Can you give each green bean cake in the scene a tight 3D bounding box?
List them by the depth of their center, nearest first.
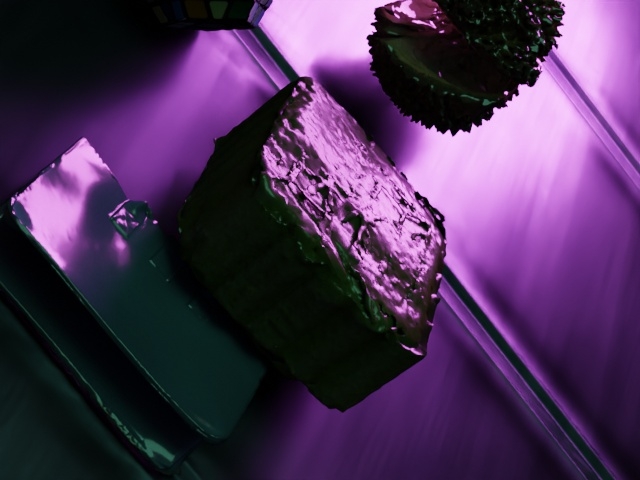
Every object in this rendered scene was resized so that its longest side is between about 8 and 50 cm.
[{"bbox_3d":[0.000,0.000,1.230,0.200,0.113,0.214,49,26,-14],"label":"green bean cake"}]

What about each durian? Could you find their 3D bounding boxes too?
[{"bbox_3d":[0.136,-0.192,1.461,0.196,0.196,0.167,-19,77,-50],"label":"durian"}]

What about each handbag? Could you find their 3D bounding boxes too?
[{"bbox_3d":[-0.131,0.042,1.140,0.221,0.057,0.144,49,33,-6],"label":"handbag"}]

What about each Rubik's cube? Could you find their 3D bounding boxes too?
[{"bbox_3d":[-0.088,-0.227,1.316,0.133,0.112,0.133,27,46,-32],"label":"Rubik's cube"}]
